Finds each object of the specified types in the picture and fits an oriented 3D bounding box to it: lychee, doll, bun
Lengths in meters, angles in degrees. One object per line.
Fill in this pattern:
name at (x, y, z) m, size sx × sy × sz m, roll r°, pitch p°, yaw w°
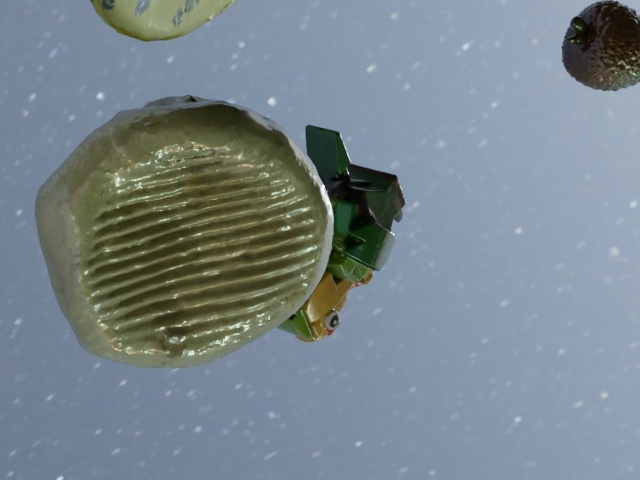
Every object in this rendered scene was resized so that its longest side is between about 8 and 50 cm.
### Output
lychee at (0.361, -0.245, 1.762) m, size 0.146 × 0.114 × 0.114 m, roll 12°, pitch -122°, yaw -37°
doll at (0.004, 0.003, 1.316) m, size 0.134 × 0.106 × 0.186 m, roll 29°, pitch -99°, yaw -55°
bun at (-0.108, -0.017, 1.071) m, size 0.231 × 0.231 × 0.133 m, roll 22°, pitch -165°, yaw -27°

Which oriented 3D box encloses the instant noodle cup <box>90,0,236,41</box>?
instant noodle cup at (-0.132, -0.312, 0.801) m, size 0.254 × 0.326 × 0.325 m, roll 30°, pitch -136°, yaw 13°
